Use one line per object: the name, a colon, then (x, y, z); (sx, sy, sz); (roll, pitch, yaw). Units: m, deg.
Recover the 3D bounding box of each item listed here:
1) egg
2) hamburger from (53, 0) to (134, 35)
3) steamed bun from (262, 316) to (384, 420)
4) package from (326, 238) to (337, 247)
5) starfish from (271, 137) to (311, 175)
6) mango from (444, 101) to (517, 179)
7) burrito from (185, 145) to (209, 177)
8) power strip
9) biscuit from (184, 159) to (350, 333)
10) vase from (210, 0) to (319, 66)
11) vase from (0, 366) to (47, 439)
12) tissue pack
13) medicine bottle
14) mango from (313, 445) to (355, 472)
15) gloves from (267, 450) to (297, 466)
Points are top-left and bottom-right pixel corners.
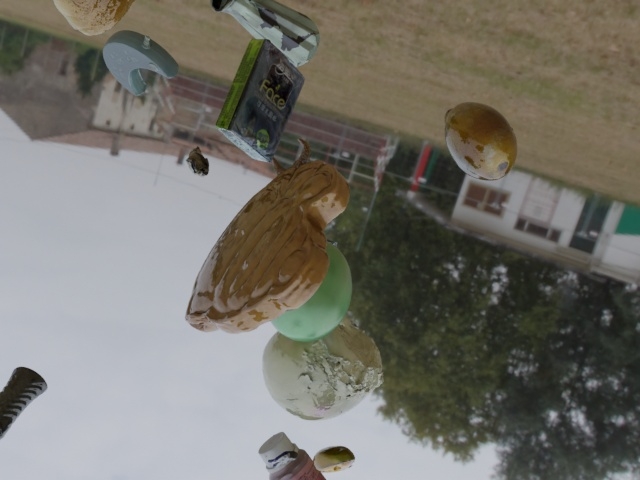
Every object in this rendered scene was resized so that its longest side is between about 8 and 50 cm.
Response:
egg: (-0.031, 0.120, 1.579); (0.220, 0.270, 0.220); (7, 148, 4)
hamburger: (-0.458, -0.510, 1.220); (0.135, 0.156, 0.208); (23, 168, 9)
steamed bun: (-0.001, 0.378, 1.773); (0.333, 0.312, 0.233); (35, -154, -23)
package: (0.000, 0.000, 1.963); (0.110, 0.037, 0.015); (23, -135, 12)
starfish: (-0.071, -0.171, 1.741); (0.238, 0.213, 0.057); (29, -166, 31)
mango: (0.370, -0.245, 1.524); (0.193, 0.146, 0.316); (56, -175, -22)
burrito: (-0.262, -0.167, 1.351); (0.051, 0.042, 0.171); (53, 177, -18)
power strip: (-0.466, -0.458, 1.608); (0.167, 0.054, 0.253); (40, 155, -27)
biscuit: (-0.087, 0.006, 0.991); (0.057, 0.312, 0.351); (38, 157, -26)
vase: (-0.158, -0.651, 1.872); (0.165, 0.165, 0.360); (24, -176, 40)
vase: (-0.622, 0.348, 1.191); (0.115, 0.116, 0.237); (18, -139, 7)
tissue pack: (-0.137, -0.320, 1.461); (0.073, 0.236, 0.173); (13, 166, 34)
medicine bottle: (-0.081, 0.716, 1.935); (0.247, 0.147, 0.147); (56, -173, -5)
mango: (0.037, 0.567, 1.636); (0.101, 0.066, 0.187); (1, 159, -19)
gloves: (-0.108, 0.621, 1.794); (0.064, 0.086, 0.026); (17, -135, -41)
